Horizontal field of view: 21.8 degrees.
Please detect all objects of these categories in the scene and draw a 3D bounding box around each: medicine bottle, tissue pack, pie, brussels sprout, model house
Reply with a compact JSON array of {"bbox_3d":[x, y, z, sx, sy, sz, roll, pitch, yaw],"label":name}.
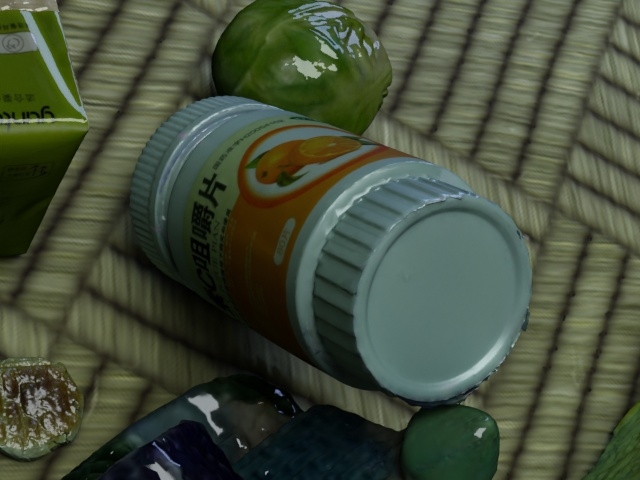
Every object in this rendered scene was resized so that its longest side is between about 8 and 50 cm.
[{"bbox_3d":[0.000,0.000,1.163,0.158,0.318,0.158,-10,109,-30],"label":"medicine bottle"},{"bbox_3d":[-0.327,-0.085,1.147,0.274,0.200,0.167,-5,65,-26],"label":"tissue pack"},{"bbox_3d":[-0.212,0.119,1.198,0.084,0.020,0.084,11,60,-19],"label":"pie"},{"bbox_3d":[-0.013,-0.135,1.364,0.155,0.117,0.155,6,63,-11],"label":"brussels sprout"},{"bbox_3d":[-0.038,0.203,1.081,0.298,0.284,0.243,-35,86,-34],"label":"model house"}]

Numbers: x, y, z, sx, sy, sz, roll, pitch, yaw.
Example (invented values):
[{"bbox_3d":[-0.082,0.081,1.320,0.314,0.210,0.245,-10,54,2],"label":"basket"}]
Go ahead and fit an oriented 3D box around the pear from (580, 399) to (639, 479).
[{"bbox_3d":[0.352,0.232,1.300,0.282,0.176,0.286,43,60,0],"label":"pear"}]
